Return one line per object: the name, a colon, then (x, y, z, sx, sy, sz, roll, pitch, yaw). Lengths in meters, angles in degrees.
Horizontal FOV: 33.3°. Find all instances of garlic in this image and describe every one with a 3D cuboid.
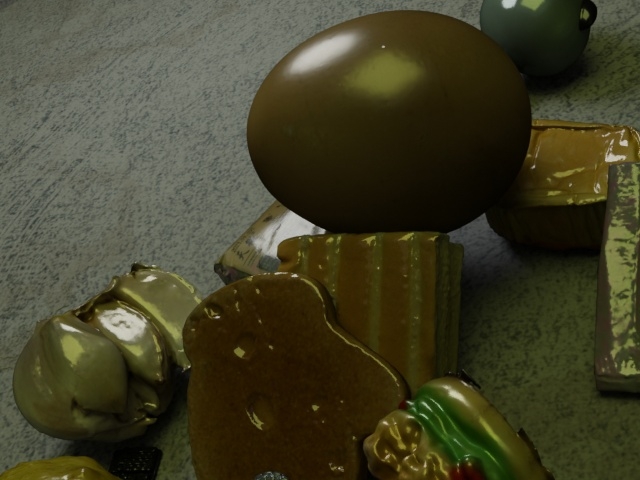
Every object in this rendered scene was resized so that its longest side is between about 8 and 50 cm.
garlic: (-0.280, 0.179, 1.473, 0.281, 0.185, 0.203, -28, 61, -39)

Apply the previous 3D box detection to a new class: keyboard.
keyboard: (-0.261, 0.358, 1.365, 0.072, 0.023, 0.231, -6, 41, 15)

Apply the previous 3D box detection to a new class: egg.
egg: (0.087, -0.145, 1.404, 0.373, 0.301, 0.301, -11, 40, 16)

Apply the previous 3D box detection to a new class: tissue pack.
tissue pack: (0.000, 0.000, 1.579, 0.215, 0.123, 0.257, 18, 52, 40)

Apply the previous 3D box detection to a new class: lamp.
lamp: (0.333, -0.338, 1.784, 0.244, 0.197, 0.198, -46, 39, 6)

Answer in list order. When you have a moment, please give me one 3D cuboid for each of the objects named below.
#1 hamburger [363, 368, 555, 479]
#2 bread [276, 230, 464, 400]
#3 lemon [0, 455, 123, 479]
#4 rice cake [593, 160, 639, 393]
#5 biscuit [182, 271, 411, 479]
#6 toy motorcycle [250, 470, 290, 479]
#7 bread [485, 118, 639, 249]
hamburger: (0.141, 0.268, 1.131, 0.149, 0.237, 0.237, -33, 40, -15)
bread: (0.053, 0.117, 1.348, 0.239, 0.111, 0.246, -2, 82, 29)
lemon: (-0.271, 0.381, 1.155, 0.285, 0.285, 0.316, -15, 24, 9)
rice cake: (0.394, 0.039, 1.307, 0.106, 0.050, 0.298, 1, 75, 25)
biscuit: (-0.028, 0.198, 1.281, 0.287, 0.057, 0.344, -18, 72, 19)
toy motorcycle: (-0.025, 0.379, 1.135, 0.171, 0.089, 0.298, -18, 55, 19)
bread: (0.343, -0.075, 1.493, 0.250, 0.133, 0.179, -1, 47, 28)
